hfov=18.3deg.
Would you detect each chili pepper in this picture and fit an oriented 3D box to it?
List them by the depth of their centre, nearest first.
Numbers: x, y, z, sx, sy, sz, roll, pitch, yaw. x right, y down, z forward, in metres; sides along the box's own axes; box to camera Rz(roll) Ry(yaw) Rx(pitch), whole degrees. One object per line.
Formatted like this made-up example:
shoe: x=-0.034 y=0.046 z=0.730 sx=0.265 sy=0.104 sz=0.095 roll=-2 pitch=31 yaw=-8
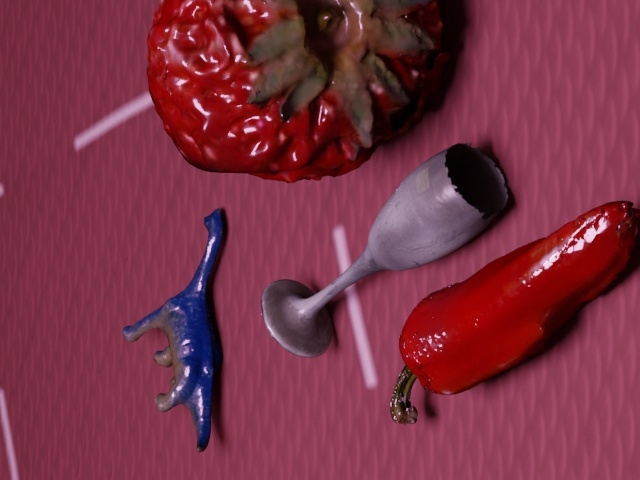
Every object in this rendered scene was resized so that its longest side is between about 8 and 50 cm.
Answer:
chili pepper: x=0.180 y=0.067 z=1.950 sx=0.387 sy=0.110 sz=0.110 roll=-36 pitch=64 yaw=40

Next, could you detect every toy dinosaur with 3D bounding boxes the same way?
toy dinosaur: x=-0.134 y=0.111 z=2.323 sx=0.188 sy=0.075 sz=0.247 roll=-45 pitch=52 yaw=29

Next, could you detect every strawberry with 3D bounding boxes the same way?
strawberry: x=-0.055 y=-0.200 z=2.092 sx=0.295 sy=0.317 sz=0.345 roll=56 pitch=160 yaw=-17

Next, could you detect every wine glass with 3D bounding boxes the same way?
wine glass: x=0.000 y=0.000 z=2.029 sx=0.309 sy=0.264 sz=0.096 roll=-39 pitch=53 yaw=40
